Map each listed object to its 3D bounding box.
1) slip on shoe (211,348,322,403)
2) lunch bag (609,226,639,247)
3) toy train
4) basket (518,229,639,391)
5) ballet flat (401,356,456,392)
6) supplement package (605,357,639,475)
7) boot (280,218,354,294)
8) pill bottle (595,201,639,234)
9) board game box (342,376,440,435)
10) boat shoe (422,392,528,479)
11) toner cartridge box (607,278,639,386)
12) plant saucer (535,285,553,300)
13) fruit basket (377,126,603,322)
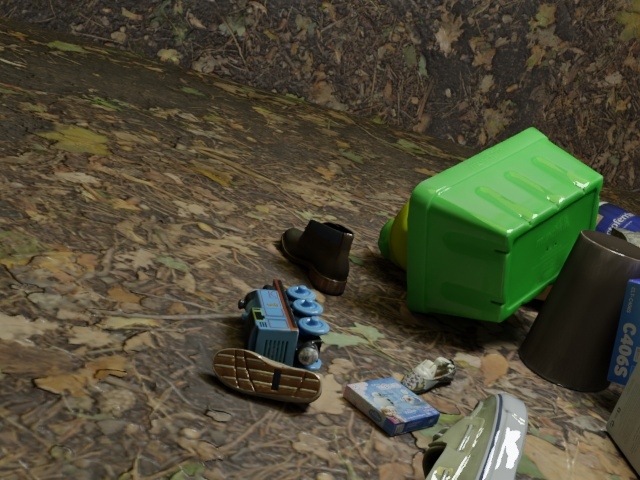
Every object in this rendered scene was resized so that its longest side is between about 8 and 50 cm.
[{"bbox_3d":[-0.064,0.166,0.997,0.136,0.051,0.041,11,-22,2],"label":"slip on shoe"},{"bbox_3d":[0.746,0.099,1.799,0.235,0.168,0.287,19,13,3],"label":"lunch bag"},{"bbox_3d":[-0.053,0.111,1.109,0.105,0.080,0.184,7,20,-14],"label":"toy train"},{"bbox_3d":[0.447,0.109,1.366,0.154,0.226,0.204,29,20,30],"label":"basket"},{"bbox_3d":[0.154,0.183,1.159,0.041,0.041,0.114,31,22,35],"label":"ballet flat"},{"bbox_3d":[0.543,0.254,1.070,0.198,0.199,0.262,16,18,-9],"label":"supplement package"},{"bbox_3d":[0.000,0.000,1.443,0.082,0.106,0.219,8,21,-30],"label":"boot"},{"bbox_3d":[0.764,-0.010,2.167,0.153,0.153,0.265,2,23,-41],"label":"pill bottle"},{"bbox_3d":[0.090,0.208,1.051,0.090,0.020,0.090,0,24,-45],"label":"board game box"},{"bbox_3d":[0.158,0.240,0.888,0.094,0.109,0.302,20,20,12],"label":"boat shoe"},{"bbox_3d":[0.605,0.148,1.352,0.348,0.165,0.075,1,11,-41],"label":"toner cartridge box"},{"bbox_3d":[0.469,0.052,1.743,0.333,0.080,0.333,8,18,2],"label":"plant saucer"},{"bbox_3d":[0.256,-0.032,1.474,0.392,0.282,0.392,-1,29,1],"label":"fruit basket"}]
